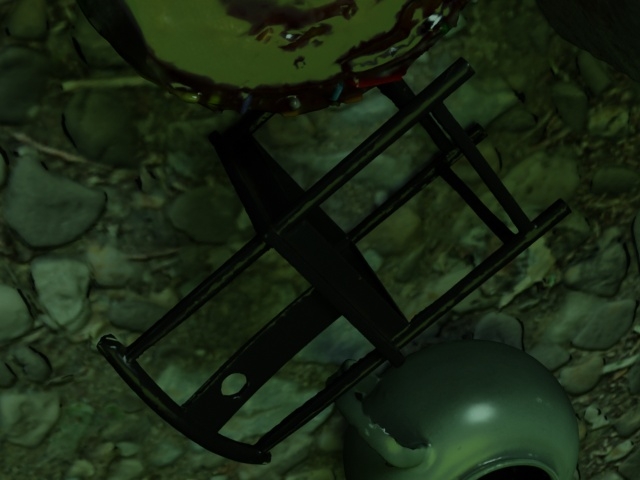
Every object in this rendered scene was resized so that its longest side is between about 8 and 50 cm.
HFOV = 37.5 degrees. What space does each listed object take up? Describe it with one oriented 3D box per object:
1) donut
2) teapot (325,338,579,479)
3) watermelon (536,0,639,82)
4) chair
[{"bbox_3d":[-0.029,-0.177,0.485,0.230,0.096,0.216,36,107,-26],"label":"donut"},{"bbox_3d":[0.117,0.175,0.756,0.294,0.129,0.193,32,106,-33],"label":"teapot"},{"bbox_3d":[0.227,-0.175,0.543,0.387,0.258,0.228,-14,122,-65],"label":"watermelon"},{"bbox_3d":[0.000,0.000,0.593,0.260,0.141,0.154,-40,125,6],"label":"chair"}]
